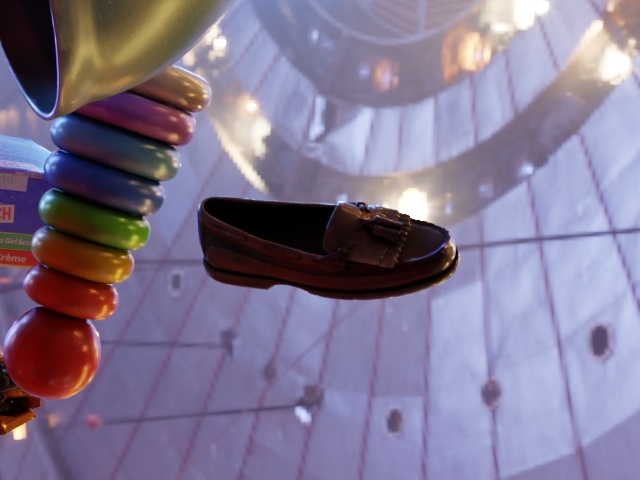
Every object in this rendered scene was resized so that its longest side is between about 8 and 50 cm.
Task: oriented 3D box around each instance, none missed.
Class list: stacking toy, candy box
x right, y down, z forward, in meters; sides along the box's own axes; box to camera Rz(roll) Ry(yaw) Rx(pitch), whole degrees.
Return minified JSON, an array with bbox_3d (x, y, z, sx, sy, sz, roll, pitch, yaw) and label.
[{"bbox_3d":[-0.216,-0.013,1.252,0.141,0.141,0.330,21,-87,54],"label":"stacking toy"},{"bbox_3d":[-0.438,-0.061,1.623,0.317,0.268,0.122,25,-75,60],"label":"candy box"}]

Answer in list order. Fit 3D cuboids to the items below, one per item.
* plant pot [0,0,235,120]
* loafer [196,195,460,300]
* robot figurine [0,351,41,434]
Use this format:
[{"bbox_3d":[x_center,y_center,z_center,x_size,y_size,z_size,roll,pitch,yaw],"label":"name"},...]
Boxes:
[{"bbox_3d":[-0.151,-0.255,1.021,0.293,0.196,0.293,164,-90,-71],"label":"plant pot"},{"bbox_3d":[0.000,0.000,1.329,0.268,0.096,0.084,0,-49,19],"label":"loafer"},{"bbox_3d":[-0.416,0.175,1.376,0.211,0.291,0.085,-10,-89,42],"label":"robot figurine"}]
